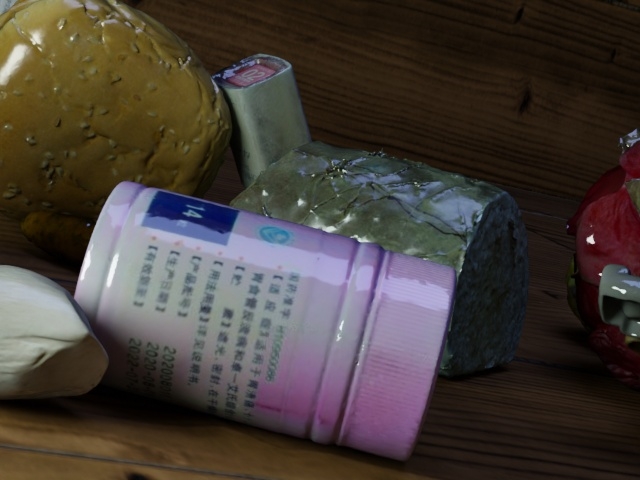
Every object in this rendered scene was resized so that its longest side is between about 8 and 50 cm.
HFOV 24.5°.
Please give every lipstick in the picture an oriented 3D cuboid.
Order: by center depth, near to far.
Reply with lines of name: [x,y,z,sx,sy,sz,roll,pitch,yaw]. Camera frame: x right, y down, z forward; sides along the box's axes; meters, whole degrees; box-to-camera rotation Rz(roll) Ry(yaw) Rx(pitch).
lipstick: [-0.045,-0.072,1.609,0.077,0.252,0.079,-28,29,-23]

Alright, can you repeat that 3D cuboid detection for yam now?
yam: [0.055,0.009,1.465,0.271,0.201,0.202,11,5,24]

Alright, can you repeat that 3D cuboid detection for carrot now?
carrot: [-0.170,0.024,1.416,0.314,0.066,0.066,15,8,27]

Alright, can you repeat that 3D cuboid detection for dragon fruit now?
dragon fruit: [0.420,0.019,1.536,0.329,0.329,0.329,14,8,-2]

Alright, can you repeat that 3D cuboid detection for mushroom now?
mushroom: [-0.243,0.055,0.969,0.213,0.088,0.097,9,-1,4]

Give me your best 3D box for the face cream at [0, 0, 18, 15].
face cream: [-0.265,-0.196,1.602,0.269,0.082,0.082,26,3,-27]

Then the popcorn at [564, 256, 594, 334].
popcorn: [0.390,0.064,1.769,0.198,0.198,0.212,9,36,-31]

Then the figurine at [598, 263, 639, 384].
figurine: [0.400,0.116,1.288,0.342,0.167,0.285,51,-33,-7]

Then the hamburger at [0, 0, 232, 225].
hamburger: [-0.237,-0.118,1.522,0.283,0.259,0.144,22,10,-33]

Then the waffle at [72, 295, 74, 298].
waffle: [-0.187,0.063,1.213,0.075,0.029,0.083,16,6,4]

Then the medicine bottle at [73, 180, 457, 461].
medicine bottle: [-0.040,0.059,1.065,0.254,0.152,0.152,14,8,1]
